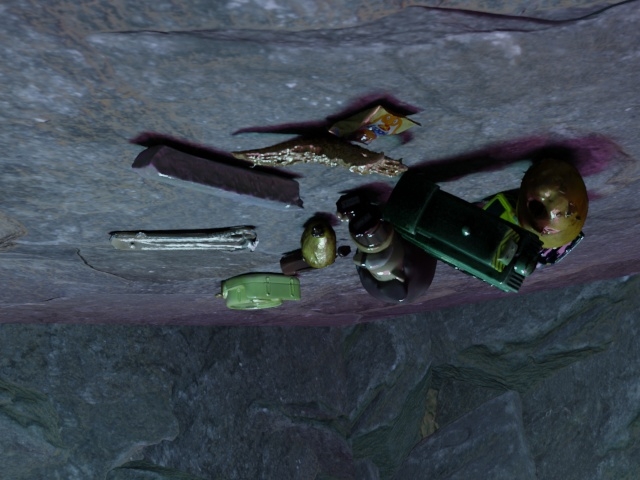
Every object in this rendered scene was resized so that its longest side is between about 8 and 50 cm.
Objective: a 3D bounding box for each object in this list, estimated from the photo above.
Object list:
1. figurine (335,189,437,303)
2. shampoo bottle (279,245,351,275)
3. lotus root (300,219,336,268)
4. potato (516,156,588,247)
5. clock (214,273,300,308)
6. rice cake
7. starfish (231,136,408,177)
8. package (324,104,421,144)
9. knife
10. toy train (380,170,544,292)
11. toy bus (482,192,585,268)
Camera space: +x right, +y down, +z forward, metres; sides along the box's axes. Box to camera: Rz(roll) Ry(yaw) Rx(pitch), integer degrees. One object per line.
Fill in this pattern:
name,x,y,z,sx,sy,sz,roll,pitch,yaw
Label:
figurine,0.135,0.030,1.788,0.206,0.218,0.365,-53,144,10
shampoo bottle,-0.016,0.053,2.226,0.236,0.067,0.068,-14,-155,43
lotus root,0.000,0.000,1.905,0.094,0.108,0.191,-29,163,-20
potato,0.481,-0.073,1.583,0.140,0.173,0.300,12,175,21
clock,-0.237,0.186,2.705,0.235,0.096,0.308,5,166,-42
rice cake,-0.171,-0.110,1.395,0.070,0.064,0.399,-2,172,36
starfish,0.005,-0.146,1.313,0.302,0.060,0.299,4,-175,1
package,0.084,-0.184,1.226,0.120,0.031,0.108,-15,165,37
knife,-0.335,-0.005,1.895,0.365,0.043,0.089,0,134,-12
toy train,0.274,-0.021,1.541,0.330,0.139,0.178,29,-178,34
toy bus,0.506,-0.026,1.862,0.262,0.150,0.128,5,135,-41
